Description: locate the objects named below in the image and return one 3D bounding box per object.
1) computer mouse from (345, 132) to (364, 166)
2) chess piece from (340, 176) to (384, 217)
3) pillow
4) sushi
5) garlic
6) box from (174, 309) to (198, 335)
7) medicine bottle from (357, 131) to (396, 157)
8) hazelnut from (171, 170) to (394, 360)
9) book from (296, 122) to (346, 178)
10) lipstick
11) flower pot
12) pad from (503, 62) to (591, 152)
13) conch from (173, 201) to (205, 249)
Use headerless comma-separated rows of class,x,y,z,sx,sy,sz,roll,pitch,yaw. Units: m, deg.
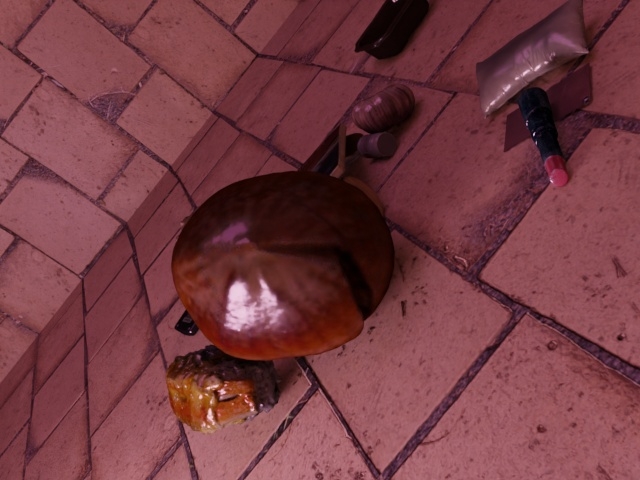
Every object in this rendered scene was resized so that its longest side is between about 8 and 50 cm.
computer mouse,0.037,-0.216,1.990,0.199,0.045,0.102,-26,32,44
chess piece,0.000,0.000,1.676,0.301,0.137,0.137,-44,24,29
pillow,0.406,-0.350,1.471,0.254,0.078,0.144,-30,41,41
sushi,-0.199,0.283,1.504,0.274,0.184,0.139,6,106,54
garlic,0.156,-0.310,1.833,0.159,0.102,0.147,-34,6,-37
box,-0.348,0.203,2.121,0.126,0.027,0.125,-2,53,60
medicine bottle,0.133,-0.225,1.809,0.058,0.058,0.091,-58,24,-13
hazelnut,-0.069,0.050,1.400,0.410,0.359,0.359,-11,40,21
book,-0.031,-0.138,1.844,0.262,0.028,0.374,-48,14,19
lipstick,0.380,-0.173,1.299,0.053,0.053,0.234,-37,34,32
flower pot,0.216,-0.617,2.184,0.250,0.084,0.179,-56,23,-10
pad,0.411,-0.239,1.391,0.188,0.006,0.113,-32,31,41
conch,-0.230,-0.013,2.031,0.263,0.325,0.186,-88,-3,-49
